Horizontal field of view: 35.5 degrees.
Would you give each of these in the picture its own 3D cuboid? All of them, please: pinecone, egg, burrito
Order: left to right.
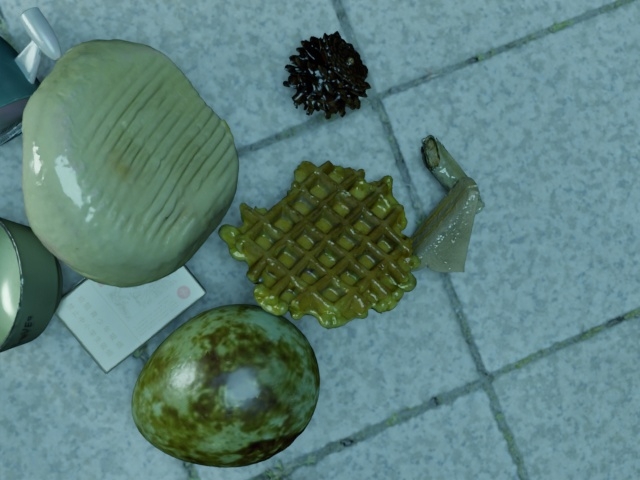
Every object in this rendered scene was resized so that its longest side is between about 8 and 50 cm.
[{"bbox_3d":[-0.142,0.222,1.487,0.290,0.238,0.238,-27,96,9],"label":"egg"},{"bbox_3d":[0.007,-0.252,1.554,0.121,0.140,0.140,-26,96,25],"label":"pinecone"},{"bbox_3d":[0.213,-0.104,1.626,0.041,0.055,0.149,-36,100,24],"label":"burrito"}]

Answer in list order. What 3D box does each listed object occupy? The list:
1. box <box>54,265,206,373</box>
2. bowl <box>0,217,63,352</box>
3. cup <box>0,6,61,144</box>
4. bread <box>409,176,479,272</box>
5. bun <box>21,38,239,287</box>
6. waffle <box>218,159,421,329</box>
[{"bbox_3d":[-0.295,0.091,1.546,0.201,0.058,0.141,-40,97,-5],"label":"box"},{"bbox_3d":[-0.458,0.065,1.471,0.112,0.212,0.211,0,92,-53],"label":"bowl"},{"bbox_3d":[-0.508,-0.236,1.455,0.300,0.167,0.173,-34,89,19],"label":"cup"},{"bbox_3d":[0.186,-0.025,1.585,0.105,0.077,0.152,2,113,-10],"label":"bread"},{"bbox_3d":[-0.289,-0.107,1.436,0.361,0.213,0.360,19,63,-41],"label":"bun"},{"bbox_3d":[0.009,-0.003,1.527,0.301,0.058,0.281,-18,66,-25],"label":"waffle"}]
